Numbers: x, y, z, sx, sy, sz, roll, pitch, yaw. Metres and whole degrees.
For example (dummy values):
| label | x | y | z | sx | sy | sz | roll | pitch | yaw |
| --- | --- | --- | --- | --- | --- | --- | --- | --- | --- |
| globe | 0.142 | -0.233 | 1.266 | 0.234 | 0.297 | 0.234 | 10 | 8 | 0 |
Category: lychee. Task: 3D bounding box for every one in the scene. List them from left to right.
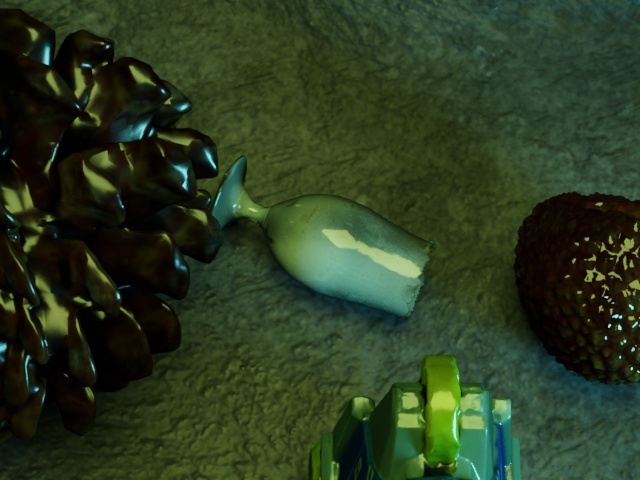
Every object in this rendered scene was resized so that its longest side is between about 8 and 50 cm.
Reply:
| label | x | y | z | sx | sy | sz | roll | pitch | yaw |
| --- | --- | --- | --- | --- | --- | --- | --- | --- | --- |
| lychee | 0.276 | 0.047 | 1.660 | 0.188 | 0.188 | 0.188 | 1 | 65 | -2 |

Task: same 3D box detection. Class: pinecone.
| label | x | y | z | sx | sy | sz | roll | pitch | yaw |
| --- | --- | --- | --- | --- | --- | --- | --- | --- | --- |
| pinecone | -0.267 | -0.025 | 1.557 | 0.397 | 0.398 | 0.398 | 1 | 65 | -2 |

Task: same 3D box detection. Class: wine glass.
| label | x | y | z | sx | sy | sz | roll | pitch | yaw |
| --- | --- | --- | --- | --- | --- | --- | --- | --- | --- |
| wine glass | 0.000 | 0.000 | 1.705 | 0.222 | 0.103 | 0.103 | 24 | 66 | 8 |

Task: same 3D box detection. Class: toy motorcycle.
| label | x | y | z | sx | sy | sz | roll | pitch | yaw |
| --- | --- | --- | --- | --- | --- | --- | --- | --- | --- |
| toy motorcycle | 0.087 | 0.233 | 1.472 | 0.191 | 0.326 | 0.200 | 1 | 67 | -2 |
